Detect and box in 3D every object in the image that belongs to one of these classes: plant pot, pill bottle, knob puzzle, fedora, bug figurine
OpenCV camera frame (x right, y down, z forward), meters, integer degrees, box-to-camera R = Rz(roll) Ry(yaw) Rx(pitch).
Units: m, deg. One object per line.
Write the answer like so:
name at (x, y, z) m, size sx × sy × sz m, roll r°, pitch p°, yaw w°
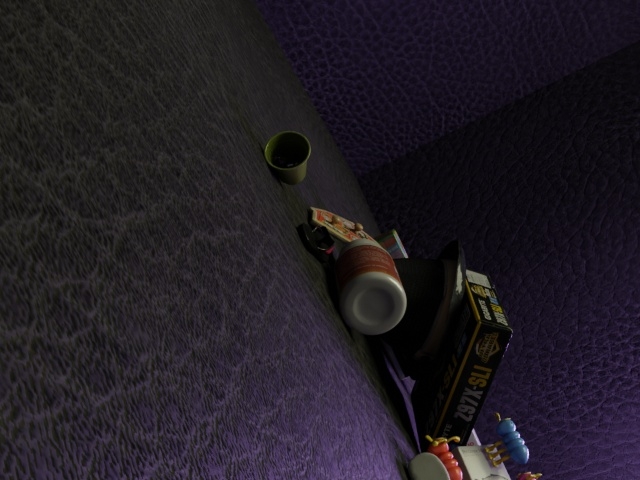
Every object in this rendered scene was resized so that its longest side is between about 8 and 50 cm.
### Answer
plant pot at (-0.055, -0.142, 1.734) m, size 0.079 × 0.083 × 0.083 m, roll 78°, pitch -9°, yaw -62°
pill bottle at (0.086, 0.077, 1.777) m, size 0.121 × 0.121 × 0.216 m, roll 62°, pitch 7°, yaw -21°
knob puzzle at (0.063, -0.023, 1.971) m, size 0.213 × 0.030 × 0.213 m, roll 30°, pitch 12°, yaw -7°
fedora at (0.182, 0.129, 1.996) m, size 0.334 × 0.152 × 0.334 m, roll -163°, pitch -90°, yaw -85°
bug figurine at (0.307, 0.417, 1.699) m, size 0.279 × 0.072 × 0.216 m, roll -5°, pitch 56°, yaw -42°

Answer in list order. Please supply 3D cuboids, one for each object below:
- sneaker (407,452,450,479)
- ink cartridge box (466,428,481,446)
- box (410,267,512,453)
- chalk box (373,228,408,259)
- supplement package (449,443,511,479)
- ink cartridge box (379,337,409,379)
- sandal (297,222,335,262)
sneaker at (0.209, 0.450, 1.551) m, size 0.094 × 0.080 × 0.212 m, roll 75°, pitch -6°, yaw -52°
ink cartridge box at (0.300, 0.437, 2.216) m, size 0.135 × 0.099 × 0.056 m, roll 66°, pitch 6°, yaw 22°
box at (0.275, 0.251, 1.924) m, size 0.257 × 0.079 × 0.322 m, roll -95°, pitch -159°, yaw -68°
chalk box at (0.146, 0.061, 2.301) m, size 0.132 × 0.132 × 0.213 m, roll 65°, pitch 5°, yaw -1°
supplement package at (0.292, 0.481, 1.769) m, size 0.105 × 0.105 × 0.179 m, roll 5°, pitch 49°, yaw -37°
ink cartridge box at (0.182, 0.214, 2.312) m, size 0.165 × 0.065 × 0.332 m, roll 63°, pitch 5°, yaw -5°
sandal at (0.000, 0.000, 1.741) m, size 0.067 × 0.040 × 0.179 m, roll 65°, pitch 6°, yaw 11°
